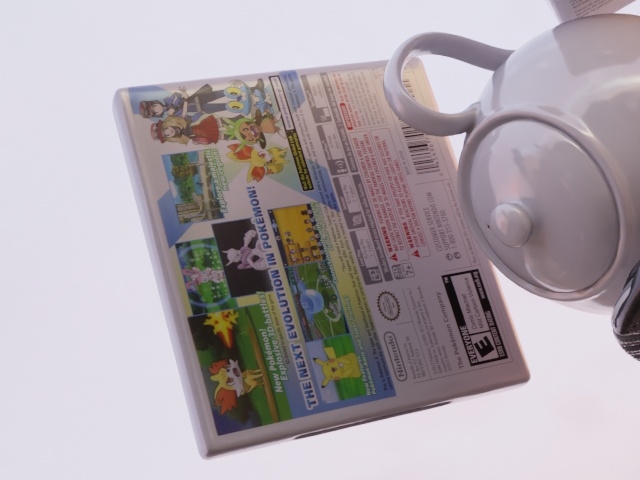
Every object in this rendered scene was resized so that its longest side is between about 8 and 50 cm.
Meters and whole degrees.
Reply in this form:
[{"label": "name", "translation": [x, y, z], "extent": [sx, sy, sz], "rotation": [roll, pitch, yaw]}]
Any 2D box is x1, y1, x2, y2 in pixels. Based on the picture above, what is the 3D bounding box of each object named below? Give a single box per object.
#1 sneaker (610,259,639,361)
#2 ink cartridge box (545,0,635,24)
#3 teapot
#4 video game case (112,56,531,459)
[{"label": "sneaker", "translation": [0.220, 0.008, 0.714], "extent": [0.086, 0.132, 0.228], "rotation": [-11, -24, 20]}, {"label": "ink cartridge box", "translation": [0.214, -0.295, 0.895], "extent": [0.172, 0.100, 0.237], "rotation": [-29, -37, 11]}, {"label": "teapot", "translation": [0.193, -0.047, 0.898], "extent": [0.187, 0.256, 0.253], "rotation": [-25, -71, -36]}, {"label": "video game case", "translation": [0.000, 0.000, 1.026], "extent": [0.299, 0.329, 0.036], "rotation": [-9, -19, -22]}]
